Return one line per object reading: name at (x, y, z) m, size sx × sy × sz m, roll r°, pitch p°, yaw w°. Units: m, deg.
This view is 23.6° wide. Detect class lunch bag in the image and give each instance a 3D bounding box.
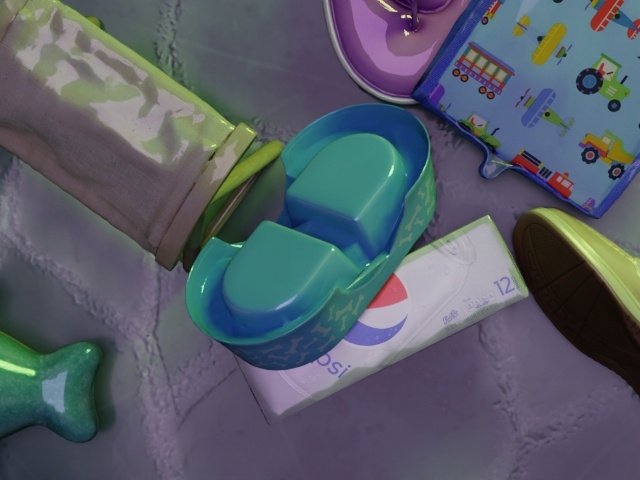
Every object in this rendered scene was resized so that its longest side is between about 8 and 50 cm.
lunch bag at (0.245, -0.178, 1.468) m, size 0.221 × 0.138 × 0.293 m, roll 34°, pitch 95°, yaw -5°

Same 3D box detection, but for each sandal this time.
sandal at (0.092, -0.345, 1.507) m, size 0.169 × 0.102 × 0.416 m, roll 9°, pitch 91°, yaw 6°

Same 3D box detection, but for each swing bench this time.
swing bench at (-0.193, -0.101, 1.456) m, size 0.253 × 0.254 × 0.165 m, roll 36°, pitch 93°, yaw 4°

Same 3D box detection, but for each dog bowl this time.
dog bowl at (0.000, 0.000, 1.470) m, size 0.166 × 0.074 × 0.297 m, roll 21°, pitch 63°, yaw 39°

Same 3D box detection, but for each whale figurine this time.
whale figurine at (-0.359, 0.147, 1.528) m, size 0.272 × 0.141 × 0.216 m, roll 5°, pitch 90°, yaw 5°

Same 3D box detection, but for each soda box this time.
soda box at (0.060, 0.077, 1.513) m, size 0.286 × 0.098 × 0.091 m, roll -27°, pitch 87°, yaw 5°

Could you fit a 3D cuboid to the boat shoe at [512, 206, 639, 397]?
boat shoe at (0.316, 0.072, 1.497) m, size 0.302 × 0.109 × 0.098 m, roll 45°, pitch 57°, yaw 8°
